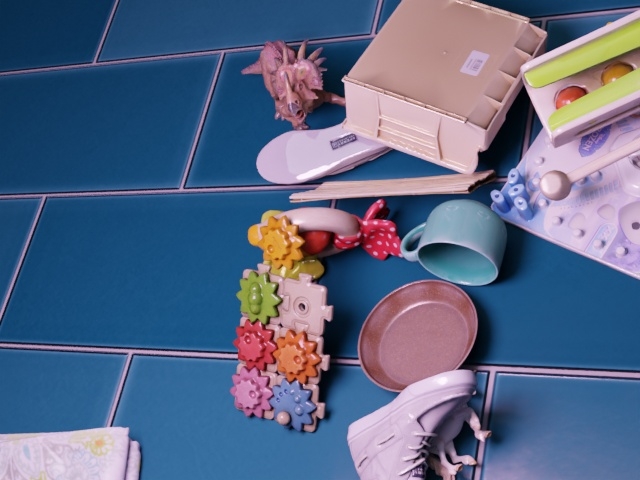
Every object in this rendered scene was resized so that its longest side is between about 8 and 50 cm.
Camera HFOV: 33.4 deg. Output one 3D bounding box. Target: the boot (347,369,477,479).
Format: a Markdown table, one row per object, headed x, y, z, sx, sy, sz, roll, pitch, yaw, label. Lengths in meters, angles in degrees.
| x | y | z | sx | sy | sz | roll | pitch | yaw | label |
| --- | --- | --- | --- | --- | --- | --- | --- | --- | --- |
| 0.139 | 0.284 | 1.513 | 0.258 | 0.095 | 0.123 | -42 | 50 | 43 | boot |

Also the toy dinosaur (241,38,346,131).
| x | y | z | sx | sy | sz | roll | pitch | yaw | label |
| --- | --- | --- | --- | --- | --- | --- | --- | --- | --- |
| -0.057 | -0.302 | 1.936 | 0.127 | 0.200 | 0.295 | -44 | 50 | -3 | toy dinosaur |

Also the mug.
| x | y | z | sx | sy | sz | roll | pitch | yaw | label |
| --- | --- | --- | --- | --- | --- | --- | --- | --- | --- |
| 0.212 | -0.008 | 1.660 | 0.157 | 0.129 | 0.097 | 18 | 63 | 6 | mug |

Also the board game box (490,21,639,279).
| x | y | z | sx | sy | sz | roll | pitch | yaw | label |
| --- | --- | --- | --- | --- | --- | --- | --- | --- | --- |
| 0.514 | -0.138 | 1.646 | 0.390 | 0.050 | 0.390 | 27 | 75 | 36 | board game box |

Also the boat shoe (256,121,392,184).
| x | y | z | sx | sy | sz | roll | pitch | yaw | label |
| --- | --- | --- | --- | --- | --- | --- | --- | --- | --- |
| 0.022 | -0.161 | 1.882 | 0.267 | 0.088 | 0.096 | -22 | 75 | 10 | boat shoe |

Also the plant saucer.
| x | y | z | sx | sy | sz | roll | pitch | yaw | label |
| --- | --- | --- | --- | --- | --- | --- | --- | --- | --- |
| 0.154 | 0.153 | 1.648 | 0.198 | 0.036 | 0.199 | -17 | 49 | 20 | plant saucer |

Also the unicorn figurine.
| x | y | z | sx | sy | sz | roll | pitch | yaw | label |
| --- | --- | --- | --- | --- | --- | --- | --- | --- | --- |
| 0.198 | 0.265 | 1.550 | 0.162 | 0.060 | 0.111 | -51 | 42 | -2 | unicorn figurine |

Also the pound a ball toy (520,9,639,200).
| x | y | z | sx | sy | sz | roll | pitch | yaw | label |
| --- | --- | --- | --- | --- | --- | --- | --- | --- | --- |
| 0.452 | -0.210 | 1.628 | 0.319 | 0.136 | 0.208 | -25 | 78 | 11 | pound a ball toy |

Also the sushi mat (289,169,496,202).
| x | y | z | sx | sy | sz | roll | pitch | yaw | label |
| --- | --- | --- | --- | --- | --- | --- | --- | --- | --- |
| 0.118 | -0.088 | 1.768 | 0.316 | 0.151 | 0.019 | -2 | 102 | 25 | sushi mat |

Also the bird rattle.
| x | y | z | sx | sy | sz | roll | pitch | yaw | label |
| --- | --- | --- | --- | --- | --- | --- | --- | --- | --- |
| 0.000 | 0.000 | 1.736 | 0.253 | 0.207 | 0.143 | -8 | 75 | 33 | bird rattle |

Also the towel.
| x | y | z | sx | sy | sz | roll | pitch | yaw | label |
| --- | --- | --- | --- | --- | --- | --- | --- | --- | --- |
| -0.463 | 0.489 | 1.732 | 0.320 | 0.090 | 0.375 | -9 | 58 | 23 | towel |

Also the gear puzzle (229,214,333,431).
| x | y | z | sx | sy | sz | roll | pitch | yaw | label |
| --- | --- | --- | --- | --- | --- | --- | --- | --- | --- |
| -0.066 | 0.129 | 1.659 | 0.175 | 0.044 | 0.339 | 12 | 104 | 31 | gear puzzle |

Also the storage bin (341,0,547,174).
| x | y | z | sx | sy | sz | roll | pitch | yaw | label |
| --- | --- | --- | --- | --- | --- | --- | --- | --- | --- |
| 0.207 | -0.272 | 1.775 | 0.260 | 0.123 | 0.262 | 23 | 59 | 20 | storage bin |
